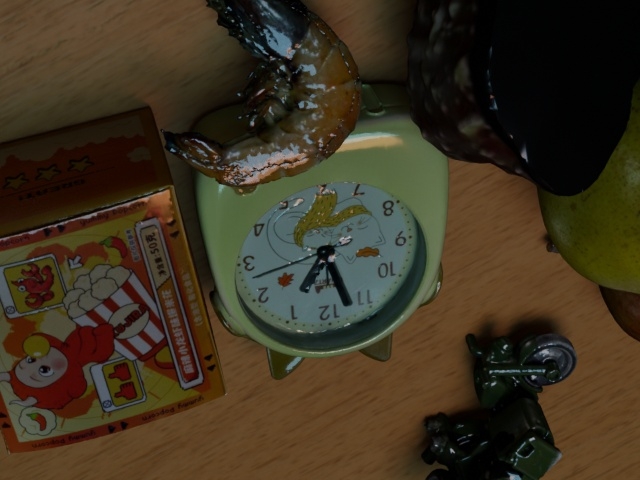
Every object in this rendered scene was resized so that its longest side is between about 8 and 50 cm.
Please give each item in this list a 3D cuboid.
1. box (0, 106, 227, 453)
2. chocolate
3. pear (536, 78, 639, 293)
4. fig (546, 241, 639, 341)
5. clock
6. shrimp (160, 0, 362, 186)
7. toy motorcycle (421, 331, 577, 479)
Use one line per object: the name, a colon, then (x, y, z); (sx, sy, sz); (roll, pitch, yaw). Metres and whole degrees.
box: (-0.265, 0.045, 1.908); (0.260, 0.214, 0.283); (-15, 123, -3)
chocolate: (0.202, -0.224, 1.839); (0.225, 0.210, 0.340); (8, 90, -33)
pear: (0.381, -0.078, 1.961); (0.294, 0.294, 0.294); (-6, 122, -10)
fig: (0.407, 0.050, 2.132); (0.148, 0.202, 0.149); (-39, 132, -33)
clock: (0.000, 0.000, 2.002); (0.286, 0.117, 0.348); (-9, 123, -9)
shrimp: (-0.096, -0.187, 1.834); (0.222, 0.054, 0.290); (-40, 99, -9)
toy motorcycle: (0.219, 0.248, 2.157); (0.127, 0.205, 0.275); (23, 118, -23)
